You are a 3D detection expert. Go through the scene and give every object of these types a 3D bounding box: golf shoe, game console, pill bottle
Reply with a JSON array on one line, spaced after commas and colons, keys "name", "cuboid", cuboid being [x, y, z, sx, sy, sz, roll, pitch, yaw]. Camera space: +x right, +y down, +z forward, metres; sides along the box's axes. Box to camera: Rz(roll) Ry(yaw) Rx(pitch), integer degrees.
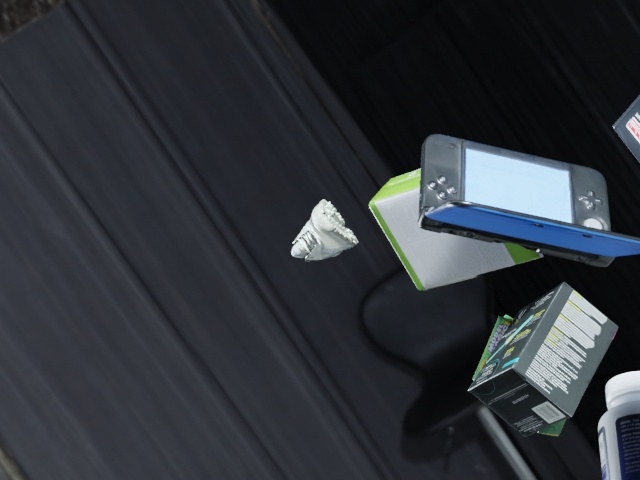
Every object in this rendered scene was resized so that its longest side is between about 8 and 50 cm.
[{"name": "golf shoe", "cuboid": [0.000, 0.000, 1.349, 0.086, 0.069, 0.176, -33, -12, 1]}, {"name": "game console", "cuboid": [0.299, -0.071, 1.423, 0.173, 0.293, 0.250, 112, 168, -53]}, {"name": "pill bottle", "cuboid": [0.348, 0.230, 1.087, 0.094, 0.094, 0.169, -31, 41, 39]}]

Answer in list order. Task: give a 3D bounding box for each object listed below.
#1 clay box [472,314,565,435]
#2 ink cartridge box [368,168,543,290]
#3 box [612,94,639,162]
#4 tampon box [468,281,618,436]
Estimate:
[{"name": "clay box", "cuboid": [0.342, 0.220, 1.726, 0.222, 0.053, 0.128, 36, 109, 55]}, {"name": "ink cartridge box", "cuboid": [0.239, -0.038, 1.708, 0.255, 0.189, 0.097, -18, 21, 40]}, {"name": "box", "cuboid": [0.309, -0.094, 0.713, 0.175, 0.051, 0.220, -53, 18, 23]}, {"name": "tampon box", "cuboid": [0.299, 0.160, 1.364, 0.161, 0.101, 0.120, -51, 2, -31]}]
